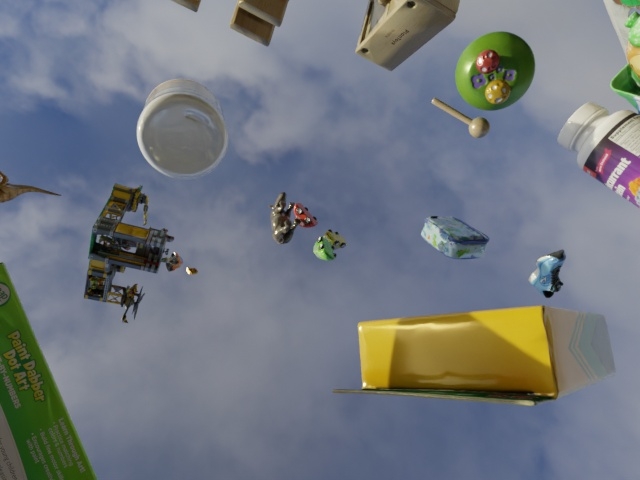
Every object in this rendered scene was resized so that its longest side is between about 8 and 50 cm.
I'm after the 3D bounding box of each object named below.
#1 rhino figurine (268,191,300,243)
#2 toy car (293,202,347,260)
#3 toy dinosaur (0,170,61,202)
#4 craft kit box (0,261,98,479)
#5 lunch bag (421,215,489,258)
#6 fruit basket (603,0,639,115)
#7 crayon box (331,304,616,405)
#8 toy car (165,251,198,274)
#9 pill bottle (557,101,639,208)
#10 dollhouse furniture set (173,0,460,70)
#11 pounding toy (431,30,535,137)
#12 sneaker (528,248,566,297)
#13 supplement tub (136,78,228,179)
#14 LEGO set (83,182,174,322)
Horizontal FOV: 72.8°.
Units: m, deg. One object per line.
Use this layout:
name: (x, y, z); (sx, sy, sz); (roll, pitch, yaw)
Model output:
rhino figurine: (-0.132, -0.084, 1.473); (0.073, 0.106, 0.243); (17, -146, -27)
toy car: (0.000, 0.000, 1.403); (0.239, 0.053, 0.225); (37, -159, -25)
toy dinosaur: (-0.817, -0.132, 1.139); (0.112, 0.064, 0.211); (64, -151, -10)
craft kit box: (-0.356, 0.175, 0.359); (0.246, 0.061, 0.250); (-23, -93, -36)
lunch bag: (0.486, -0.015, 1.574); (0.175, 0.090, 0.219); (0, -155, -22)
fruit basket: (0.497, -0.255, 0.557); (0.353, 0.165, 0.327); (23, -158, -38)
crayon box: (0.187, 0.125, 0.492); (0.318, 0.202, 0.081); (13, -110, -48)
toy car: (-0.395, 0.082, 1.243); (0.122, 0.060, 0.040); (36, -165, 34)
pill bottle: (0.475, -0.131, 0.668); (0.108, 0.108, 0.193); (-23, -125, -24)
dollhouse furniture set: (0.002, -0.284, 0.362); (0.242, 0.212, 0.161); (19, -102, -21)
pounding toy: (0.395, -0.372, 1.041); (0.183, 0.237, 0.110); (36, -144, 2)
sneaker: (0.545, 0.081, 1.013); (0.063, 0.162, 0.073); (-20, -125, 0)
supplement tub: (-0.244, -0.208, 0.779); (0.144, 0.145, 0.200); (-1, -151, -16)
LEGO set: (-0.488, 0.031, 1.156); (0.192, 0.332, 0.255); (15, -157, -18)
